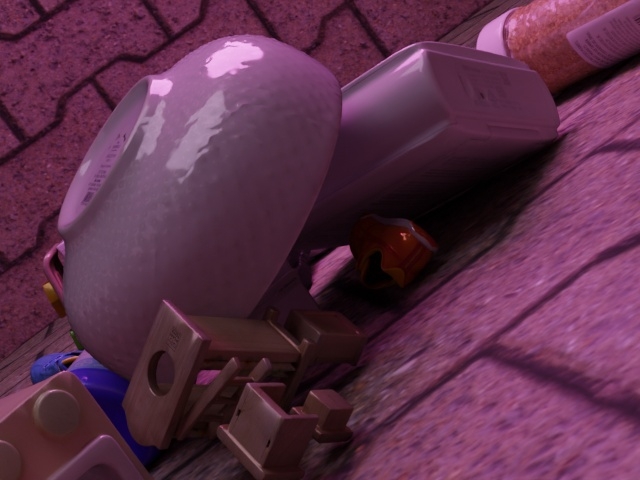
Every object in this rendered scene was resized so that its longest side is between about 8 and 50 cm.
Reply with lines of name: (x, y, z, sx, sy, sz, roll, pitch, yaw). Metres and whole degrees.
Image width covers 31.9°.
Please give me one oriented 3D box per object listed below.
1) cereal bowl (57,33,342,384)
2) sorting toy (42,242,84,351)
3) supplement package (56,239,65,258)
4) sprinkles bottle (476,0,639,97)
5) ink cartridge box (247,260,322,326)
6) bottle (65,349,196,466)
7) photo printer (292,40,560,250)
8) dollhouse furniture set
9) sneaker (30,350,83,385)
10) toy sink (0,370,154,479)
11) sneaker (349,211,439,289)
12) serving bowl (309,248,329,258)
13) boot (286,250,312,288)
cereal bowl: (-0.132, -0.045, 0.995, 0.339, 0.141, 0.339, -46, 25, 29)
sorting toy: (-0.364, 0.110, 1.664, 0.038, 0.208, 0.193, -25, 8, -7)
supplement package: (-0.282, 0.039, 1.736, 0.149, 0.203, 0.194, -36, 9, -4)
sprinkles bottle: (0.341, -0.266, 1.272, 0.355, 0.121, 0.121, -25, 14, 48)
ink cartridge box: (-0.071, 0.070, 1.154, 0.092, 0.090, 0.143, -39, 10, -18)
bottle: (-0.187, 0.138, 1.153, 0.283, 0.118, 0.092, -67, -11, -75)
photo printer: (0.062, -0.083, 1.165, 0.307, 0.107, 0.256, -30, -16, 35)
dollhouse furniture set: (-0.022, 0.131, 0.824, 0.182, 0.161, 0.101, 8, -68, -44)
sneaker: (-0.298, 0.157, 1.357, 0.209, 0.082, 0.069, 11, 48, 48)
toy sink: (-0.203, 0.195, 0.798, 0.131, 0.153, 0.234, -42, 10, -38)
sneaker: (0.054, 0.013, 1.086, 0.067, 0.064, 0.175, -47, 8, -9)
serving bowl: (0.000, 0.000, 1.454, 0.083, 0.027, 0.083, -34, 8, 6)
boot: (-0.078, 0.063, 1.350, 0.137, 0.077, 0.198, -47, 5, 20)
